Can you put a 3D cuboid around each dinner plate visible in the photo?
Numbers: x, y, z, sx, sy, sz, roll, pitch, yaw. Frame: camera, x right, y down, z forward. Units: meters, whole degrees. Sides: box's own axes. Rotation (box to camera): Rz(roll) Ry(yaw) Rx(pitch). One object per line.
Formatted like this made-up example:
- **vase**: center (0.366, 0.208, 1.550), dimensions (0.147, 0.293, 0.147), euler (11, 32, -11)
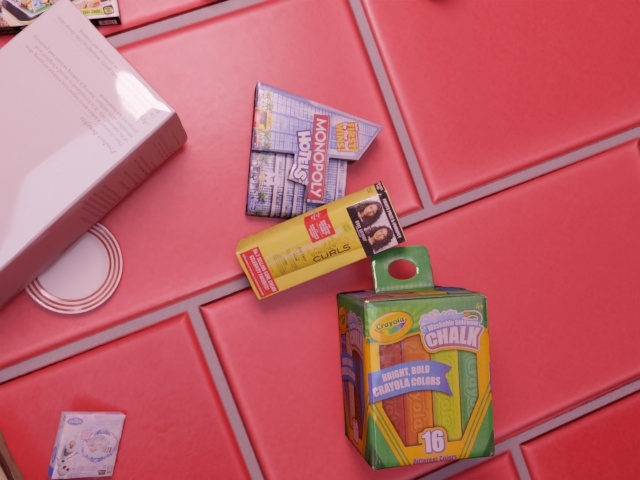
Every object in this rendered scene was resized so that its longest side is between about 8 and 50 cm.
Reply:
- **dinner plate**: center (-0.358, 0.034, 0.962), dimensions (0.141, 0.017, 0.141), euler (0, 91, -10)

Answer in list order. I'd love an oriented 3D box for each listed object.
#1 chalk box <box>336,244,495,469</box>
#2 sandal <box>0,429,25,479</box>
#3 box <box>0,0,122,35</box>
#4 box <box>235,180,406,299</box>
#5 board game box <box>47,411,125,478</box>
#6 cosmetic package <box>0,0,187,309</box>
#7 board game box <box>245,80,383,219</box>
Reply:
- **chalk box**: center (0.128, 0.153, 0.965), dimensions (0.180, 0.179, 0.289), euler (-4, 91, -11)
- **sandal**: center (-0.377, 0.372, 0.911), dimensions (0.086, 0.120, 0.303), euler (-28, 94, -21)
- **box**: center (-0.397, -0.357, 0.946), dimensions (0.207, 0.036, 0.114), euler (-9, 91, -10)
- **box**: center (0.000, 0.000, 0.968), dimensions (0.232, 0.058, 0.087), euler (-21, 108, 6)
- **board game box**: center (-0.329, 0.287, 0.943), dimensions (0.090, 0.020, 0.090), euler (15, 87, -43)
- **cosmetic package**: center (-0.390, -0.098, 0.879), dimensions (0.385, 0.156, 0.217), euler (-42, 89, -6)
- **board game box**: center (-0.009, -0.127, 1.002), dimensions (0.194, 0.060, 0.194), euler (4, 89, -9)
